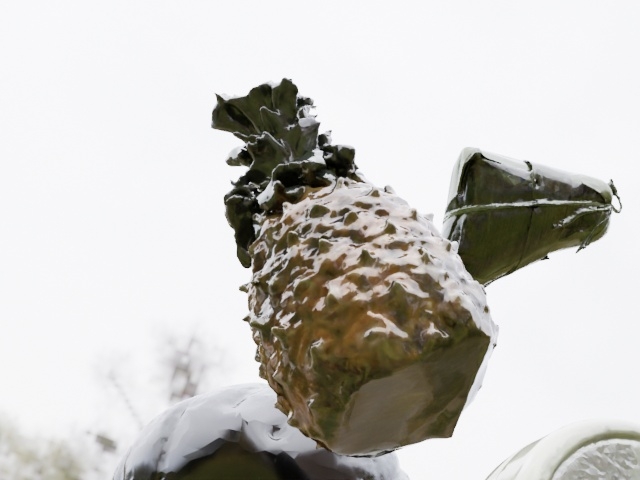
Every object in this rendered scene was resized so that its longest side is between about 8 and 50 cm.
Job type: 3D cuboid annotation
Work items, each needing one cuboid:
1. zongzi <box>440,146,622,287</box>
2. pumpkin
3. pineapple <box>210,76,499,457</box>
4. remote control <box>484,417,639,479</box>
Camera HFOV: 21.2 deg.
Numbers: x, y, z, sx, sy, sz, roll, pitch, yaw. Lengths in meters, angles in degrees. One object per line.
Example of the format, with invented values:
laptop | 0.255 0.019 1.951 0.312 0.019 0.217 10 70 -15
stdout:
zongzi | 0.126 0.008 1.060 0.109 0.119 0.055 13 -17 3
pumpkin | -0.031 0.176 0.972 0.202 0.140 0.202 11 -67 26
pineapple | 0.000 0.000 0.760 0.108 0.197 0.108 -19 -35 -14
remote control | 0.119 0.113 0.372 0.221 0.078 0.042 33 -44 -18
